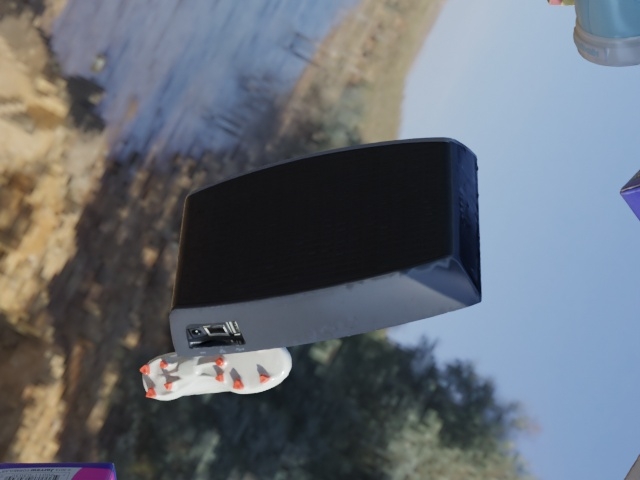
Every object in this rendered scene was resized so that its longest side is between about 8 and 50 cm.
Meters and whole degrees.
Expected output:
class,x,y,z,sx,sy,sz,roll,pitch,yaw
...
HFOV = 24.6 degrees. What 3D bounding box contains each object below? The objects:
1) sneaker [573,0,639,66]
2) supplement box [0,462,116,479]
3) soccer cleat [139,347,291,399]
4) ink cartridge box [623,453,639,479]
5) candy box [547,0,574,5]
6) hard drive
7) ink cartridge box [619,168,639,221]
class,x,y,z,sx,sy,sz,roll,pitch,yaw
sneaker,0.425,-0.309,1.516,0.366,0.135,0.150,-28,133,-16
supplement box,-0.244,0.293,1.245,0.220,0.111,0.114,-77,165,-67
soccer cleat,-0.106,0.134,1.579,0.076,0.196,0.068,-4,83,-57
ink cartridge box,0.272,0.198,0.798,0.130,0.272,0.309,52,-54,44
candy box,0.298,-0.392,1.856,0.186,0.053,0.109,-101,-165,-47
hard drive,0.000,0.000,1.179,0.054,0.255,0.172,61,25,-45
ink cartridge box,0.466,-0.024,1.350,0.270,0.395,0.151,-40,-173,-22
